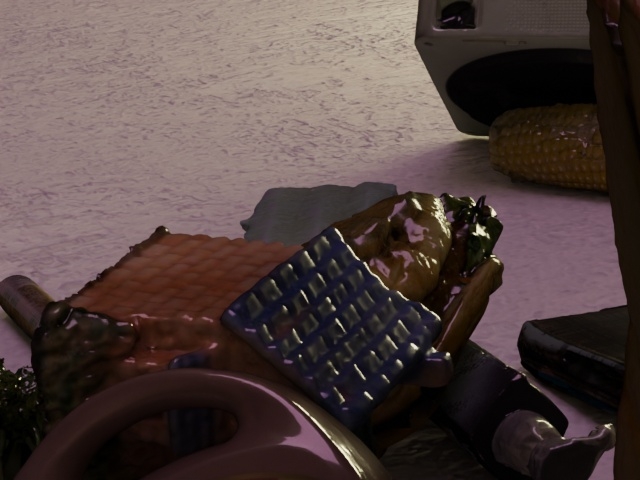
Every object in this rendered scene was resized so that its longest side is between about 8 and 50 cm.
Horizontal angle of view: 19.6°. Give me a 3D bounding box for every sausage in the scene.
[{"bbox_3d":[-0.181,0.068,1.295,0.033,0.033,0.269,-10,19,-24],"label":"sausage"}]

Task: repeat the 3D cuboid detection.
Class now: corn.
[{"bbox_3d":[0.282,-0.078,1.610,0.288,0.086,0.086,7,20,31],"label":"corn"}]

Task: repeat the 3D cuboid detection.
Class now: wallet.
[{"bbox_3d":[0.303,0.064,1.224,0.317,0.044,0.169,-7,14,-20],"label":"wallet"}]

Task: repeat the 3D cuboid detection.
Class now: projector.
[{"bbox_3d":[0.234,-0.149,1.706,0.257,0.079,0.259,2,-16,15],"label":"projector"}]

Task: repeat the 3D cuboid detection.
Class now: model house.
[{"bbox_3d":[-0.026,0.099,0.924,0.172,0.183,0.166,3,19,18],"label":"model house"}]

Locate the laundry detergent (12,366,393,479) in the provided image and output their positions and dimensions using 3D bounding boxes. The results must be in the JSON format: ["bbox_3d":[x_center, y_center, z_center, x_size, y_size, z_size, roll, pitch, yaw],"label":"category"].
[{"bbox_3d":[-0.081,0.140,0.825,0.237,0.171,0.076,4,-3,17],"label":"laundry detergent"}]

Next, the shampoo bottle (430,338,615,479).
[{"bbox_3d":[0.105,0.100,1.088,0.057,0.063,0.207,39,-1,-22],"label":"shampoo bottle"}]

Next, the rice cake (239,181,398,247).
[{"bbox_3d":[0.000,0.000,1.471,0.127,0.043,0.237,-3,17,3],"label":"rice cake"}]

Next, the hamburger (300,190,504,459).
[{"bbox_3d":[0.017,0.057,1.105,0.183,0.130,0.206,-25,7,33],"label":"hamburger"}]

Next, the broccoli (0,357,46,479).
[{"bbox_3d":[-0.193,0.118,0.981,0.162,0.146,0.138,-28,67,-29],"label":"broccoli"}]

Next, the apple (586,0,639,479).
[{"bbox_3d":[0.190,0.052,0.777,0.295,0.365,0.329,-15,11,-39],"label":"apple"}]
